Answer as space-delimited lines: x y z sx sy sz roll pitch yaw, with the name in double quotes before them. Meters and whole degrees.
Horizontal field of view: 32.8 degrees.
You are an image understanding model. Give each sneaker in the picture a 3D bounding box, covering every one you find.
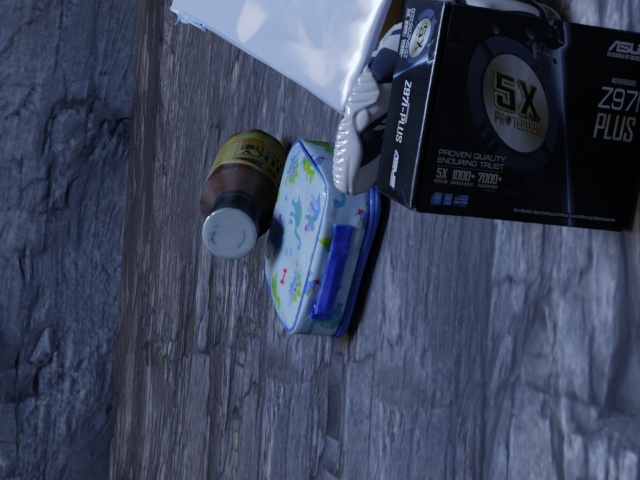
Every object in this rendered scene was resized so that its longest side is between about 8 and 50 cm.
"sneaker" 0.119 -0.120 0.914 0.235 0.153 0.094 -60 -11 -16

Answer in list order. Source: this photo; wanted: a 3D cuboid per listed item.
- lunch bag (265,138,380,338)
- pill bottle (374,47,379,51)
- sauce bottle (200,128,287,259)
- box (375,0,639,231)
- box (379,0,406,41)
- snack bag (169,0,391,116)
"lunch bag" 0.000 0.000 1.334 0.176 0.090 0.219 -119 38 -59
"pill bottle" 0.097 -0.151 1.067 0.180 0.108 0.108 164 110 -70
"sauce bottle" -0.105 -0.062 1.486 0.344 0.111 0.111 -88 10 -69
"box" 0.146 -0.092 0.802 0.077 0.180 0.147 -140 57 -68
"box" 0.090 -0.343 1.259 0.164 0.021 0.201 -113 32 -53
"snack bag" -0.008 -0.326 1.074 0.323 0.037 0.343 36 115 38
